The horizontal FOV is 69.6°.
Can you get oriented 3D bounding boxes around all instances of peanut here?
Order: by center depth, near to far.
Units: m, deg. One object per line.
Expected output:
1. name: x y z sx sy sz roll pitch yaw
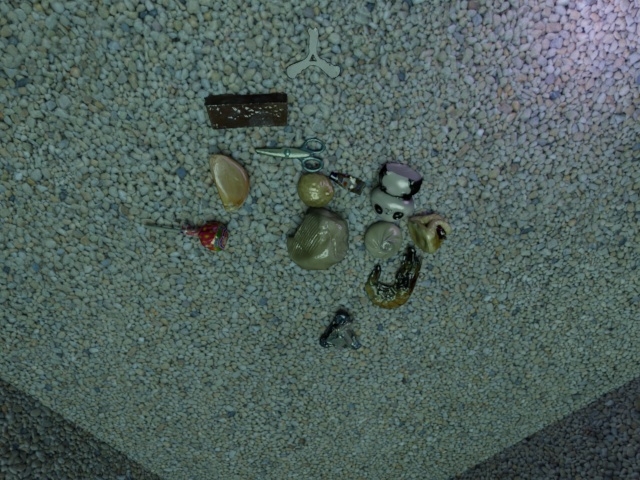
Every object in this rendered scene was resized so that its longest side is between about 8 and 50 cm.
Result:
1. peanut: -0.018 -0.211 1.920 0.159 0.109 0.141 8 109 -4

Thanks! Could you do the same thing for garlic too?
1. garlic: -0.377 -0.243 1.860 0.145 0.164 0.245 -11 113 21

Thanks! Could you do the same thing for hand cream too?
1. hand cream: 0.114 -0.246 1.952 0.163 0.039 0.062 21 98 -15

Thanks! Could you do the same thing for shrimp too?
1. shrimp: 0.340 0.178 2.166 0.232 0.071 0.365 11 121 -2

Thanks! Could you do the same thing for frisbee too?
1. frisbee: -0.023 -0.699 1.729 0.210 0.012 0.188 3 116 -4

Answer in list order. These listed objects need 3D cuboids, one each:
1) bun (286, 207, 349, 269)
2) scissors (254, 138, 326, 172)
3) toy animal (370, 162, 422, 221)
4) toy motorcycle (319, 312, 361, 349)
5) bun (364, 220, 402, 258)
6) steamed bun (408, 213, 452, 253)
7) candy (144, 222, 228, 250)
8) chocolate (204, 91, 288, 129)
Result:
1. bun: 0.008 0.006 1.974 0.204 0.282 0.282 15 118 -38
2. scissors: -0.125 -0.355 1.878 0.288 0.041 0.138 5 100 -1
3. toy animal: 0.309 -0.190 1.916 0.187 0.165 0.235 23 115 10
4. toy motorcycle: 0.125 0.469 2.282 0.203 0.108 0.239 24 136 -9
5. bun: 0.280 0.004 2.042 0.172 0.120 0.173 -1 115 -2
6. steamed bun: 0.489 -0.044 2.018 0.155 0.172 0.141 -26 127 -9
7. candy: -0.581 -0.035 1.993 0.364 0.124 0.124 7 117 1
8. chocolate: -0.284 -0.495 1.774 0.320 0.112 0.112 -3 127 -3
